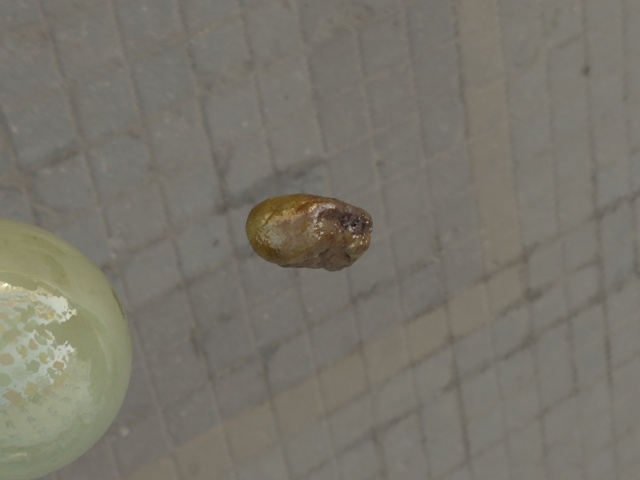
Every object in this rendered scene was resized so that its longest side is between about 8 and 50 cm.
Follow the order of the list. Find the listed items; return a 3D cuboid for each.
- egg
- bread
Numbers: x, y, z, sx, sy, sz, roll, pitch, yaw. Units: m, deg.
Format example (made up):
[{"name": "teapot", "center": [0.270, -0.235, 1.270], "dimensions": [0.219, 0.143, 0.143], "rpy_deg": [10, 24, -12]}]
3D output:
[{"name": "egg", "center": [-0.236, 0.076, 0.926], "dimensions": [0.188, 0.188, 0.253], "rpy_deg": [-50, 162, -7]}, {"name": "bread", "center": [0.000, -0.002, 1.743], "dimensions": [0.344, 0.124, 0.084], "rpy_deg": [17, 63, -71]}]
